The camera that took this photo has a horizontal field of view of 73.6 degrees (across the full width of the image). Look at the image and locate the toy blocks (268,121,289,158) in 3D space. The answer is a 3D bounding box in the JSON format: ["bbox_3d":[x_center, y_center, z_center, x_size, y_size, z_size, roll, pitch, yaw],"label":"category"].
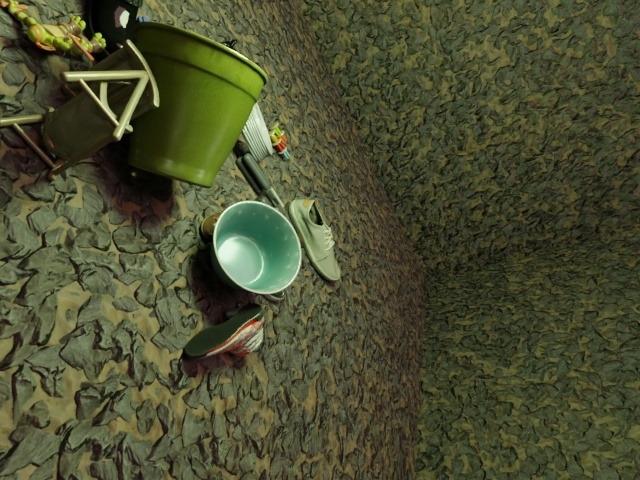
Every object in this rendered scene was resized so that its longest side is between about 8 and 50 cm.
[{"bbox_3d":[-0.190,-0.471,2.039,0.148,0.054,0.123,53,31,-33],"label":"toy blocks"}]

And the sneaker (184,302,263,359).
[{"bbox_3d":[-0.276,0.312,1.287,0.270,0.090,0.145,-32,135,-42],"label":"sneaker"}]

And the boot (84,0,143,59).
[{"bbox_3d":[-0.549,-0.698,1.232,0.131,0.260,0.348,8,66,-62],"label":"boot"}]

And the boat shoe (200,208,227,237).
[{"bbox_3d":[-0.342,-0.066,1.451,0.064,0.060,0.178,63,27,-16],"label":"boat shoe"}]

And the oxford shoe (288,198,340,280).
[{"bbox_3d":[0.000,0.000,2.018,0.449,0.130,0.169,64,25,-18],"label":"oxford shoe"}]

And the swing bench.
[{"bbox_3d":[-0.538,-0.306,1.000,0.165,0.253,0.255,57,29,-28],"label":"swing bench"}]

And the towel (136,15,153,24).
[{"bbox_3d":[-0.518,-0.580,1.492,0.243,0.040,0.336,3,72,-66],"label":"towel"}]

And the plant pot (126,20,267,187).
[{"bbox_3d":[-0.375,-0.345,1.199,0.366,0.366,0.353,11,97,-61],"label":"plant pot"}]

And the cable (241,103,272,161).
[{"bbox_3d":[-0.270,-0.455,1.751,0.257,0.089,0.257,-105,174,-60],"label":"cable"}]

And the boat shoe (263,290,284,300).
[{"bbox_3d":[-0.193,0.144,1.589,0.228,0.076,0.080,53,31,-32],"label":"boat shoe"}]

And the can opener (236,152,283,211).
[{"bbox_3d":[-0.244,-0.219,1.737,0.280,0.074,0.093,60,28,-22],"label":"can opener"}]

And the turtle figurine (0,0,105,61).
[{"bbox_3d":[-0.645,-0.506,1.073,0.269,0.087,0.217,27,25,-2],"label":"turtle figurine"}]

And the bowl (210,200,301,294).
[{"bbox_3d":[-0.235,0.045,1.408,0.311,0.163,0.312,17,60,-31],"label":"bowl"}]

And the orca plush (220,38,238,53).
[{"bbox_3d":[-0.329,-0.765,1.904,0.151,0.102,0.287,-8,81,-64],"label":"orca plush"}]

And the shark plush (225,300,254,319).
[{"bbox_3d":[-0.256,0.229,1.438,0.067,0.073,0.161,40,32,4],"label":"shark plush"}]
